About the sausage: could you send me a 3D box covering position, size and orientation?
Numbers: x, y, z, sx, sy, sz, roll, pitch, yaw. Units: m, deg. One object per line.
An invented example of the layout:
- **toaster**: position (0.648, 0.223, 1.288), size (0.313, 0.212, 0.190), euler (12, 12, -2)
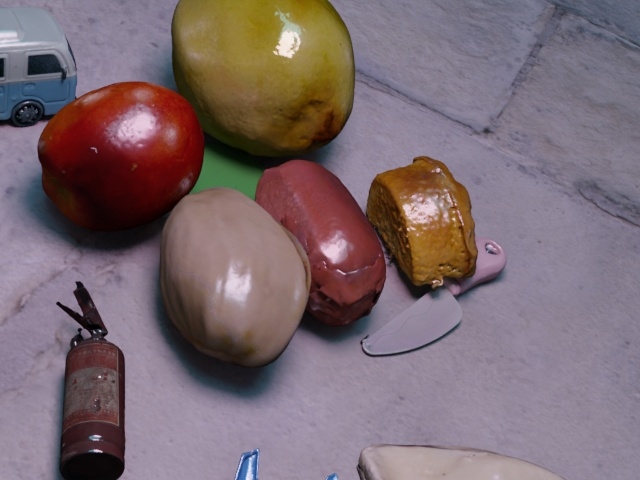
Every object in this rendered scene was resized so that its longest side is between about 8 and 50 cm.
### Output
- **sausage**: position (0.000, 0.000, 1.479), size (0.152, 0.152, 0.279), euler (-5, 47, -27)

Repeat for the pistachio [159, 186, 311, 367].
- **pistachio**: position (-0.115, 0.043, 1.364), size (0.197, 0.166, 0.288), euler (-23, 53, 8)

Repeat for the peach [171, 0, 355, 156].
- **peach**: position (-0.086, -0.290, 1.639), size (0.314, 0.281, 0.315), euler (7, 44, -21)

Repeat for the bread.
- **bread**: position (0.157, -0.042, 1.576), size (0.143, 0.139, 0.229), euler (-18, 43, -13)

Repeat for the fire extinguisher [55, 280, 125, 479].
- **fire extinguisher**: position (-0.276, 0.162, 1.233), size (0.075, 0.106, 0.252), euler (-7, 47, -2)

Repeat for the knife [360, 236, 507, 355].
- **knife**: position (0.183, 0.097, 1.550), size (0.081, 0.043, 0.336), euler (40, 51, 15)

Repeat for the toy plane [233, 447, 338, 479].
- **toy plane**: position (-0.062, 0.362, 1.126), size (0.271, 0.105, 0.254), euler (-15, 68, -38)

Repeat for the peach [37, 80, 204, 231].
- **peach**: position (-0.278, -0.120, 1.444), size (0.243, 0.243, 0.199), euler (-30, 102, -41)

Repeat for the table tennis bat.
- **table tennis bat**: position (-0.197, -0.112, 1.599), size (0.257, 0.039, 0.160), euler (19, 39, -10)

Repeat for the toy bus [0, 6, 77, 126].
- **toy bus**: position (-0.503, -0.267, 1.533), size (0.271, 0.165, 0.133), euler (-12, 52, -31)

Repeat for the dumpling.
- **dumpling**: position (0.200, 0.366, 1.082), size (0.395, 0.233, 0.315), euler (45, 8, -17)
